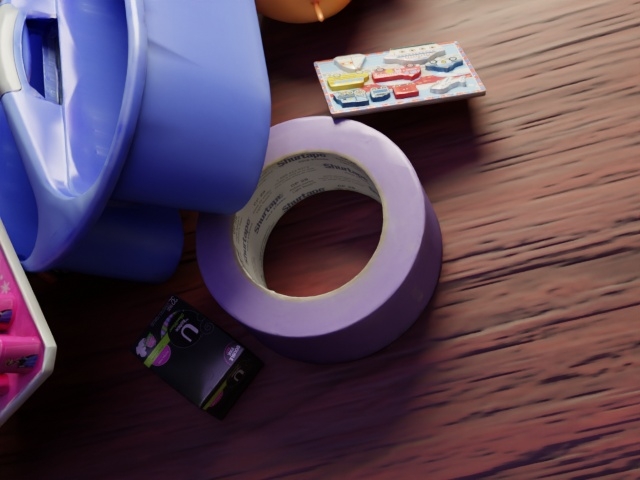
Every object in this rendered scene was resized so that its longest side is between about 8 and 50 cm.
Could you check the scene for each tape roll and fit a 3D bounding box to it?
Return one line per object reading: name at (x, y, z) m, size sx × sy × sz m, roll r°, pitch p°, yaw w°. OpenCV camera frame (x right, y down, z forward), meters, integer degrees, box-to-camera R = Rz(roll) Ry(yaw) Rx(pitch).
tape roll at (0.000, 0.000, 1.015) m, size 0.189 × 0.080 × 0.189 m, roll -5°, pitch 68°, yaw 14°

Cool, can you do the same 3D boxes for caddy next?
caddy at (-0.180, -0.128, 1.004) m, size 0.241 × 0.179 × 0.341 m, roll -42°, pitch 46°, yaw 38°

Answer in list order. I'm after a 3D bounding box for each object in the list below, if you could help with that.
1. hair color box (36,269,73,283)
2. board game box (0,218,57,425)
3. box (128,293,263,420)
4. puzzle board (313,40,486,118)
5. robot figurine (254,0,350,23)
hair color box at (-0.254, -0.040, 1.110) m, size 0.043 × 0.072 × 0.141 m, roll -25°, pitch 64°, yaw 7°
board game box at (-0.414, 0.057, 1.045) m, size 0.390 × 0.050 × 0.390 m, roll -43°, pitch 61°, yaw 24°
box at (-0.101, 0.095, 1.021) m, size 0.083 × 0.052 × 0.062 m, roll 35°, pitch 84°, yaw 24°
puzzle board at (0.064, -0.138, 1.043) m, size 0.128 × 0.011 × 0.096 m, roll -9°, pitch 36°, yaw -5°
robot figurine at (-0.016, -0.287, 1.108) m, size 0.158 × 0.128 × 0.219 m, roll 17°, pitch 71°, yaw -14°
